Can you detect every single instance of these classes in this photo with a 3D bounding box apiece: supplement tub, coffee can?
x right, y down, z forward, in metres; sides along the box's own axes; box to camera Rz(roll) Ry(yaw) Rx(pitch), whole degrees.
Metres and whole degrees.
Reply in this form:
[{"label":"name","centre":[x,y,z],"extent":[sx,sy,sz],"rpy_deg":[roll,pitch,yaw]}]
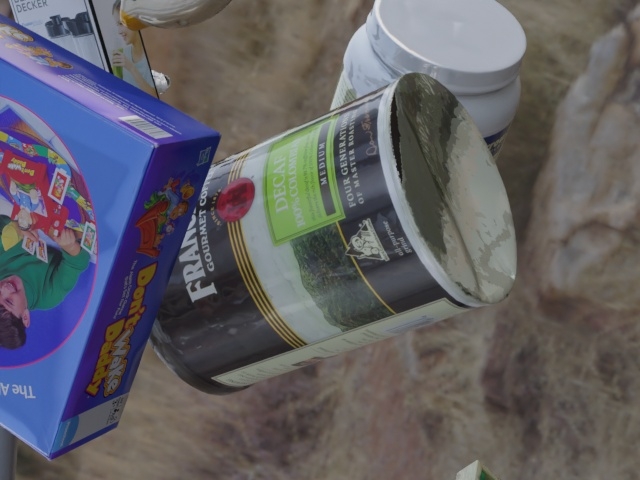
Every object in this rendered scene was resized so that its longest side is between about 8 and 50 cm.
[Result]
[{"label":"supplement tub","centre":[0.128,-0.157,1.670],"extent":[0.235,0.236,0.324],"rpy_deg":[-81,6,-47]},{"label":"coffee can","centre":[0.000,0.000,1.076],"extent":[0.275,0.201,0.201],"rpy_deg":[-22,38,29]}]

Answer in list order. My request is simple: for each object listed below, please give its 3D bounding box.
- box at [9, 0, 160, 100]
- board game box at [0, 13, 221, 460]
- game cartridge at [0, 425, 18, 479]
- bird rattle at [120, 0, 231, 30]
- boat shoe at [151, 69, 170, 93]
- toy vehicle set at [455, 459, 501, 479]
[{"label":"box","centre":[-0.339,-0.252,1.843],"extent":[0.087,0.169,0.289],"rpy_deg":[-30,-68,-48]},{"label":"board game box","centre":[-0.261,-0.041,0.871],"extent":[0.078,0.347,0.233],"rpy_deg":[-19,-45,-61]},{"label":"game cartridge","centre":[-0.325,0.095,1.250],"extent":[0.198,0.062,0.297],"rpy_deg":[102,163,-46]},{"label":"bird rattle","centre":[-0.136,-0.324,1.340],"extent":[0.143,0.254,0.206],"rpy_deg":[39,-133,-69]},{"label":"boat shoe","centre":[-0.247,-0.241,1.924],"extent":[0.100,0.035,0.035],"rpy_deg":[-129,44,-76]},{"label":"toy vehicle set","centre":[0.199,0.383,1.357],"extent":[0.035,0.166,0.267],"rpy_deg":[-39,16,32]}]
